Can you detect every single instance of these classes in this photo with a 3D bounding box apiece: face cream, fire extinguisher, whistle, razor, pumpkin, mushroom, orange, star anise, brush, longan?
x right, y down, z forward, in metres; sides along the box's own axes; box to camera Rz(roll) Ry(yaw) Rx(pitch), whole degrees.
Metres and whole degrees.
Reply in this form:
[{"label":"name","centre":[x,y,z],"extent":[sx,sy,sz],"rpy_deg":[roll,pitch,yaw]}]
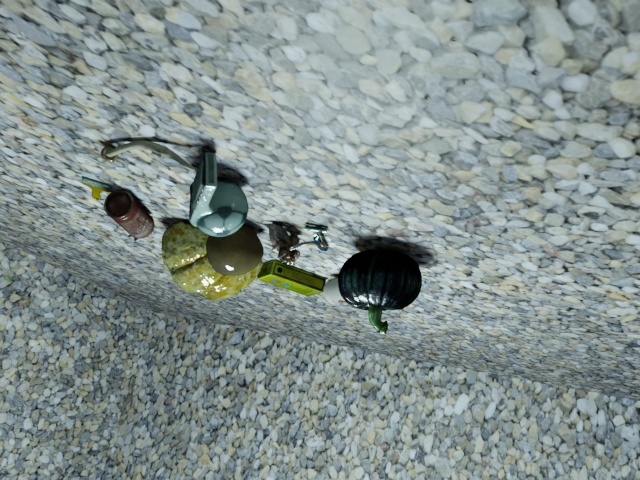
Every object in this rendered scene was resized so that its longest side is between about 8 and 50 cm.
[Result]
[{"label":"face cream","centre":[0.105,0.169,2.350],"extent":[0.095,0.096,0.214],"rpy_deg":[23,161,-26]},{"label":"fire extinguisher","centre":[-0.599,-0.067,2.154],"extent":[0.104,0.105,0.269],"rpy_deg":[12,164,8]},{"label":"whistle","centre":[-0.249,-0.100,1.699],"extent":[0.163,0.164,0.290],"rpy_deg":[18,149,-13]},{"label":"razor","centre":[-0.001,0.004,2.003],"extent":[0.068,0.037,0.191],"rpy_deg":[9,163,12]},{"label":"pumpkin","centre":[0.170,0.149,1.973],"extent":[0.247,0.248,0.248],"rpy_deg":[13,163,4]},{"label":"mushroom","centre":[-0.423,-0.209,1.641],"extent":[0.306,0.043,0.068],"rpy_deg":[8,158,30]},{"label":"orange","centre":[-0.386,0.089,2.315],"extent":[0.270,0.211,0.368],"rpy_deg":[-7,156,45]},{"label":"star anise","centre":[-0.054,-0.010,1.935],"extent":[0.227,0.218,0.148],"rpy_deg":[-23,108,30]},{"label":"brush","centre":[-0.700,-0.153,2.114],"extent":[0.083,0.011,0.205],"rpy_deg":[17,164,-14]},{"label":"longan","centre":[-0.265,0.026,2.076],"extent":[0.189,0.189,0.189],"rpy_deg":[13,163,4]}]

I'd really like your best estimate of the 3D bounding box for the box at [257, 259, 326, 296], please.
[{"label":"box","centre":[-0.107,0.141,2.493],"extent":[0.219,0.064,0.141],"rpy_deg":[19,163,-21]}]
